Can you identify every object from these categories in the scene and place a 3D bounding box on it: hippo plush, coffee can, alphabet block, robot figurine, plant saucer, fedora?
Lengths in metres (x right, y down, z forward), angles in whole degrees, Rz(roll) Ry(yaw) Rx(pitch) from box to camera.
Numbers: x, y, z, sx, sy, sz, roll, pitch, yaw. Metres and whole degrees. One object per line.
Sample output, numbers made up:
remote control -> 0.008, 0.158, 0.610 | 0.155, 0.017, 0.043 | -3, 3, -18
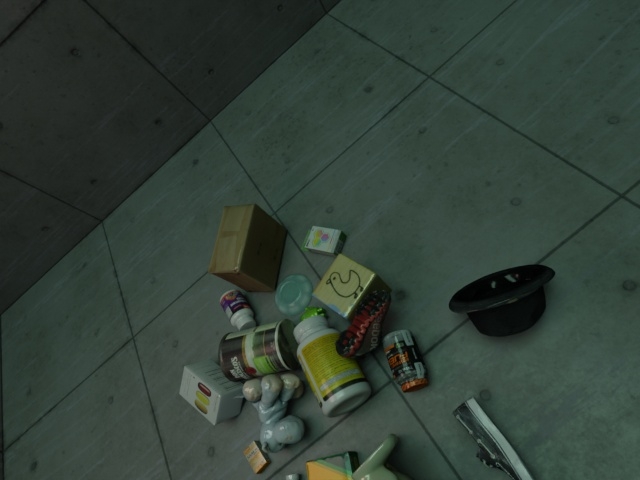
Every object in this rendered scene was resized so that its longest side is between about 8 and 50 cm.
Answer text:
hippo plush -> -0.184, 0.638, 1.476 | 0.295, 0.234, 0.236 | -25, 56, 16
coffee can -> -0.237, 0.441, 1.625 | 0.276, 0.201, 0.201 | -18, 58, 20
alphabet block -> 0.122, 0.197, 1.556 | 0.193, 0.193, 0.197 | 29, 82, 35
robot figurine -> -0.031, 0.316, 1.658 | 0.115, 0.067, 0.101 | -28, 64, 14
plant saucer -> -0.127, 0.231, 1.775 | 0.195, 0.037, 0.194 | -12, 61, 23
fedora -> 0.590, 0.202, 1.293 | 0.335, 0.334, 0.152 | -22, 92, 18

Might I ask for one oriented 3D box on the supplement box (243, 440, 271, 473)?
supplement box -> -0.241, 0.821, 1.537 | 0.062, 0.036, 0.098 | -48, 53, -1

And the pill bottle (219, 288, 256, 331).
pill bottle -> -0.366, 0.320, 1.818 | 0.108, 0.108, 0.193 | -44, 53, 3

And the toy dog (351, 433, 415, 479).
toy dog -> 0.245, 0.803, 1.111 | 0.395, 0.284, 0.408 | -40, 62, -18

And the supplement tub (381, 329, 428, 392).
supplement tub -> 0.293, 0.414, 1.396 | 0.117, 0.117, 0.190 | -28, 55, 14

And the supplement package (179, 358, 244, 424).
supplement package -> -0.446, 0.616, 1.670 | 0.244, 0.134, 0.138 | 20, 103, 35

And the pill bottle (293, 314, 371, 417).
pill bottle -> 0.029, 0.447, 1.482 | 0.188, 0.188, 0.333 | -37, 54, 8

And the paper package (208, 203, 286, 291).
paper package -> -0.314, 0.041, 1.804 | 0.168, 0.309, 0.324 | -3, 65, 25

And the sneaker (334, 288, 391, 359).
sneaker -> 0.173, 0.302, 1.423 | 0.275, 0.135, 0.098 | -56, 29, -5

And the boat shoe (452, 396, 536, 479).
boat shoe -> 0.505, 0.614, 1.184 | 0.102, 0.108, 0.301 | -40, 51, 6

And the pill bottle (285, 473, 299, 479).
pill bottle -> -0.090, 0.878, 1.406 | 0.065, 0.065, 0.116 | -23, 57, 18

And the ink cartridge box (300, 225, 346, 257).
ink cartridge box -> 0.000, 0.000, 1.804 | 0.210, 0.062, 0.108 | 11, 72, 33

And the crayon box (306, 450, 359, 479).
crayon box -> 0.061, 0.857, 1.322 | 0.166, 0.081, 0.278 | -23, 57, 17
